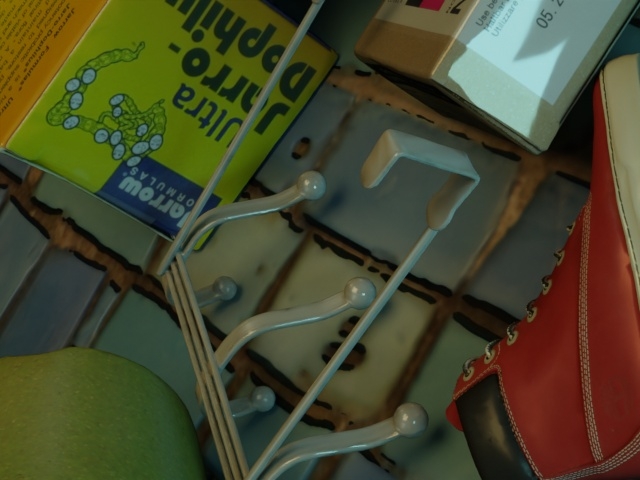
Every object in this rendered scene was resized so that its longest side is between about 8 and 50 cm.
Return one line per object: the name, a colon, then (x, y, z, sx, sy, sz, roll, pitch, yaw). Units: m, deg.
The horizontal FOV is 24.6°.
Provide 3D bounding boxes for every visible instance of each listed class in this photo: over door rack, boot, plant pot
over door rack: (0.000, 0.000, 0.910, 0.239, 0.108, 0.324, -113, 35, -43)
boot: (0.137, 0.023, 0.825, 0.176, 0.088, 0.244, -24, 55, 37)
plant pot: (-0.164, 0.209, 0.899, 0.276, 0.276, 0.254, -41, 29, 20)

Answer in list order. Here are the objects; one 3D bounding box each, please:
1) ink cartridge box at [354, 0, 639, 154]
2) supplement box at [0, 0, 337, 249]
ink cartridge box: (0.134, -0.182, 0.895, 0.235, 0.088, 0.193, -57, 15, 2)
supplement box: (-0.184, -0.182, 1.185, 0.195, 0.194, 0.356, -53, 42, 8)
